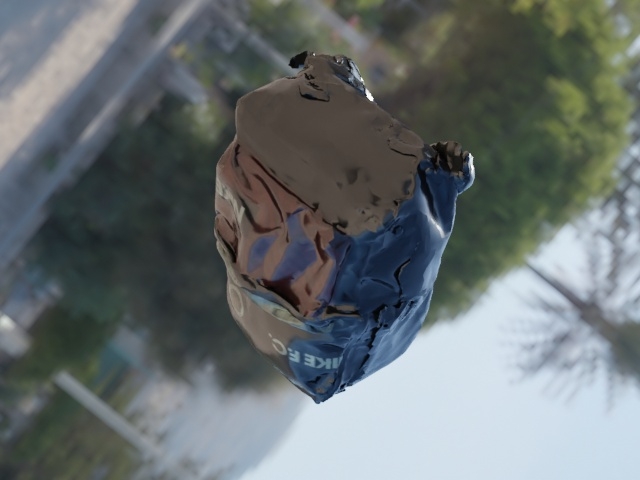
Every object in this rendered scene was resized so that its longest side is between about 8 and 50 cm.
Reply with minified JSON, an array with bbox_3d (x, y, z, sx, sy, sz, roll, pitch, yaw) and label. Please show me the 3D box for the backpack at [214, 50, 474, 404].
[{"bbox_3d":[0.002,0.003,0.973,0.106,0.120,0.165,-28,141,-36],"label":"backpack"}]
